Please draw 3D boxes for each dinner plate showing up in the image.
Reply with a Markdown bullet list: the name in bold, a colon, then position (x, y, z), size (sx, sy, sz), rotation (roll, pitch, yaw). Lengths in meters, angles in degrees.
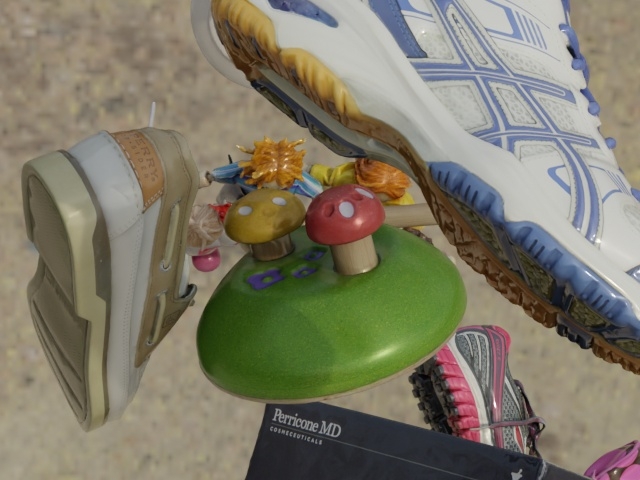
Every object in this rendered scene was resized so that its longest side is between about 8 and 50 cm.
- **dinner plate**: position (-0.060, -0.208, 1.679), size (0.141, 0.141, 0.017), rotation (13, 24, 12)

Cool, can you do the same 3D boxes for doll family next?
- **doll family**: position (-0.016, -0.034, 1.403), size (0.262, 0.118, 0.163), rotation (6, -12, -9)

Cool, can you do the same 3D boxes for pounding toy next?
- **pounding toy**: position (0.000, 0.000, 1.172), size (0.182, 0.110, 0.237), rotation (-8, 26, 13)

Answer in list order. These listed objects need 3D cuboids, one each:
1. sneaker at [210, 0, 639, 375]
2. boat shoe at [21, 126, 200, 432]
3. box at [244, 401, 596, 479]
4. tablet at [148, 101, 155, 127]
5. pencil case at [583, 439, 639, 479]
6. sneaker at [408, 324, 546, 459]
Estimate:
- **sneaker**: position (0.091, -0.061, 0.812), size (0.296, 0.112, 0.131), rotation (42, 78, 10)
- **boat shoe**: position (-0.135, 0.034, 1.203), size (0.103, 0.302, 0.113), rotation (-24, 66, -21)
- **box**: position (0.079, 0.332, 1.613), size (0.343, 0.313, 0.179), rotation (10, -10, 44)
- **tablet**: position (-0.192, -0.108, 1.971), size (0.006, 0.054, 0.083), rotation (8, 48, -6)
- **pencil case**: position (0.328, 0.308, 1.755), size (0.098, 0.095, 0.209), rotation (-25, 81, -38)
- **sneaker**: position (0.203, 0.239, 1.961), size (0.112, 0.299, 0.121), rotation (-20, 4, -23)
